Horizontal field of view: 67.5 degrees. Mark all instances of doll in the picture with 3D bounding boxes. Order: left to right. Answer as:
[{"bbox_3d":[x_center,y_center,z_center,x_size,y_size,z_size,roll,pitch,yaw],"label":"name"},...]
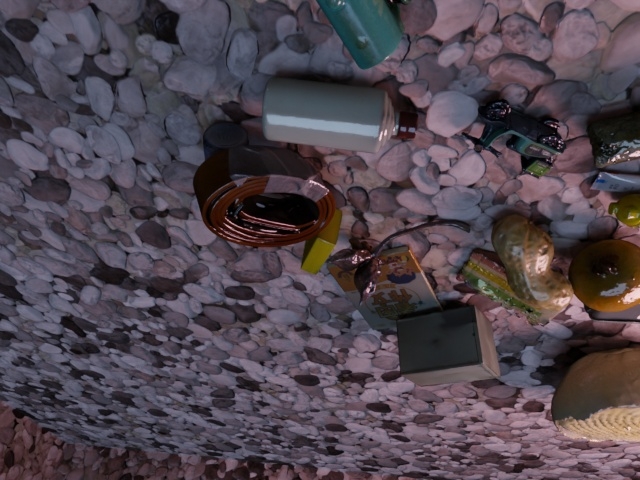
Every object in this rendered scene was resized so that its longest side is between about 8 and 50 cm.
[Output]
[{"bbox_3d":[0.599,-0.046,0.841,0.162,0.106,0.062,6,105,-4],"label":"doll"}]

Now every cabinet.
[{"bbox_3d":[0.317,0.271,1.201,0.206,0.145,0.150,-17,146,29],"label":"cabinet"}]

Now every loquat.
[{"bbox_3d":[0.571,0.069,0.943,0.163,0.137,0.163,10,155,5],"label":"loquat"}]

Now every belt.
[{"bbox_3d":[-0.094,-0.077,0.868,0.261,0.105,0.184,14,127,-41],"label":"belt"}]

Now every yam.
[{"bbox_3d":[0.511,-0.166,0.731,0.179,0.078,0.078,-9,136,23],"label":"yam"}]

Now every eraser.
[{"bbox_3d":[0.000,0.000,1.015,0.045,0.097,0.122,19,140,-10],"label":"eraser"}]

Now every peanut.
[{"bbox_3d":[0.416,0.049,0.948,0.103,0.098,0.229,-13,112,49],"label":"peanut"}]

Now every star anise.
[{"bbox_3d":[0.161,0.025,0.986,0.218,0.148,0.227,8,147,-38],"label":"star anise"}]

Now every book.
[{"bbox_3d":[0.170,0.128,1.186,0.208,0.020,0.295,-14,134,25],"label":"book"}]

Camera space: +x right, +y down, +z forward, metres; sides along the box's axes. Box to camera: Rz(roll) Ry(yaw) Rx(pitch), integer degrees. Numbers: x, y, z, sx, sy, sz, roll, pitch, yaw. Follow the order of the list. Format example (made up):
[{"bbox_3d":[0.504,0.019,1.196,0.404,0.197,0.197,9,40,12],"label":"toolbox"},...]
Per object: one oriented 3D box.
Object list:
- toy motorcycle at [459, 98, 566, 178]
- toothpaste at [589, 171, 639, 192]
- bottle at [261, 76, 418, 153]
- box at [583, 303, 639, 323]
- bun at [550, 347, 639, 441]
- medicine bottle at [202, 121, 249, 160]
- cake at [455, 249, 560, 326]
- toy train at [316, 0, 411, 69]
[{"bbox_3d":[0.320,-0.169,0.785,0.173,0.058,0.100,20,144,-14],"label":"toy motorcycle"},{"bbox_3d":[0.580,-0.096,0.835,0.190,0.031,0.048,6,149,10],"label":"toothpaste"},{"bbox_3d":[0.034,-0.199,0.773,0.245,0.104,0.104,7,139,3],"label":"bottle"},{"bbox_3d":[0.646,0.128,1.040,0.122,0.084,0.069,0,131,10],"label":"box"},{"bbox_3d":[0.771,0.382,1.213,0.364,0.202,0.364,4,146,3],"label":"bun"},{"bbox_3d":[-0.177,-0.122,0.920,0.083,0.083,0.203,10,138,1],"label":"medicine bottle"},{"bbox_3d":[0.427,0.089,1.072,0.225,0.090,0.109,30,142,6],"label":"cake"},{"bbox_3d":[0.029,-0.330,0.585,0.101,0.159,0.248,-16,135,34],"label":"toy train"}]
